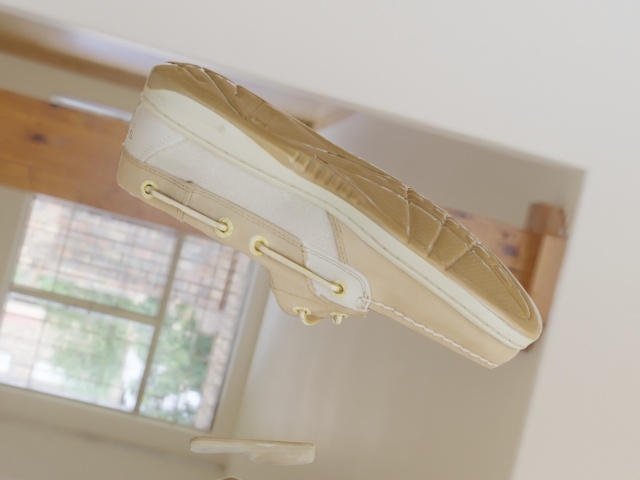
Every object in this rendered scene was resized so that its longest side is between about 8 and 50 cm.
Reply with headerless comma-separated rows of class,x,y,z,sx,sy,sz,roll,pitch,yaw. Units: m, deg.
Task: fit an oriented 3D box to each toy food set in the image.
toy food set,-0.035,0.146,0.527,0.078,0.122,0.019,4,-153,-4

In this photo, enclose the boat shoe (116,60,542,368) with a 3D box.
boat shoe,0.000,0.000,0.428,0.170,0.059,0.063,34,-160,6
